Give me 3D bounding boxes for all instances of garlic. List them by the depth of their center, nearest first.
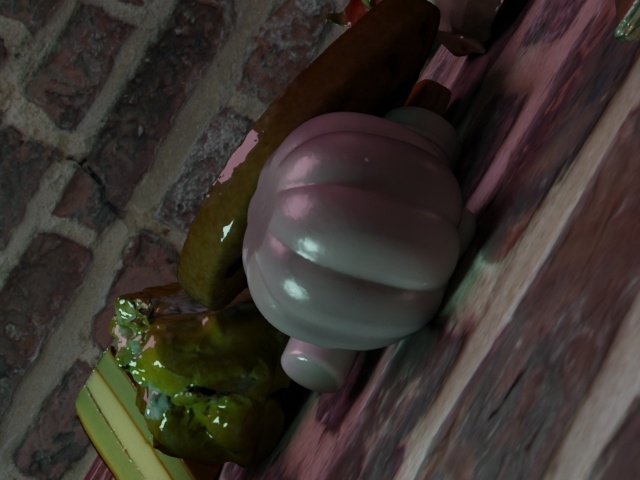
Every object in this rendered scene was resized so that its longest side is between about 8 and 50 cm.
[{"bbox_3d":[0.146,-0.296,1.442,0.178,0.143,0.229,-61,-1,-1],"label":"garlic"}]

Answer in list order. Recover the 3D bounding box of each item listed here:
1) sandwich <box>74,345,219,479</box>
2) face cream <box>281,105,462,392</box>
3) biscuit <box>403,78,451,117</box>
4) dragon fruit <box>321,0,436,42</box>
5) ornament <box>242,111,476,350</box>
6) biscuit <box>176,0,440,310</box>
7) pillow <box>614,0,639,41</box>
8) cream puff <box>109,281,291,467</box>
[{"bbox_3d":[-0.207,0.234,1.555,0.117,0.187,0.144,-56,2,27],"label":"sandwich"},{"bbox_3d":[0.041,0.007,1.167,0.269,0.082,0.082,-63,8,-29],"label":"face cream"},{"bbox_3d":[0.036,-0.022,1.431,0.284,0.043,0.306,-42,22,48],"label":"biscuit"},{"bbox_3d":[0.085,-0.287,1.790,0.236,0.137,0.135,-42,9,41],"label":"dragon fruit"},{"bbox_3d":[0.030,-0.004,1.026,0.177,0.177,0.177,-58,8,12],"label":"ornament"},{"bbox_3d":[-0.006,-0.068,1.267,0.367,0.063,0.314,-48,-12,-40],"label":"biscuit"},{"bbox_3d":[0.231,-0.213,0.915,0.126,0.043,0.232,-56,7,28],"label":"pillow"},{"bbox_3d":[-0.104,0.131,1.334,0.194,0.195,0.221,-59,19,5],"label":"cream puff"}]
